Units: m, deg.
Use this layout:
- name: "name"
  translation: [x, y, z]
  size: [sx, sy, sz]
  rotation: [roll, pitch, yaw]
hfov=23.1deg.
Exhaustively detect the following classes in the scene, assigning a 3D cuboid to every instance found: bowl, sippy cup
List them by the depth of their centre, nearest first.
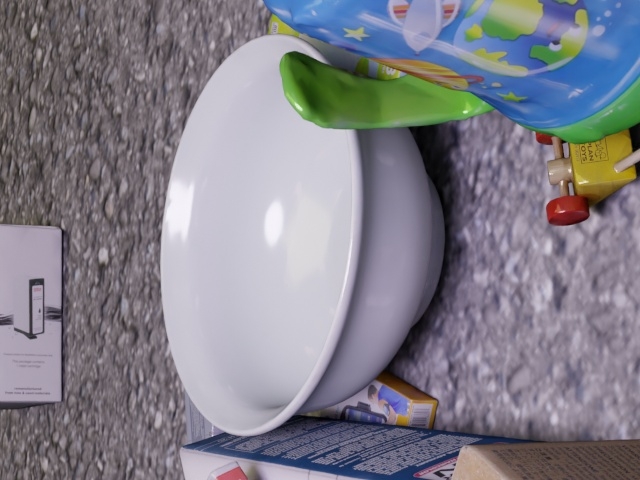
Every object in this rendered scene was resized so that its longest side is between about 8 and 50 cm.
- name: "sippy cup"
  translation: [0.084, -0.186, 0.904]
  size: [0.240, 0.224, 0.305]
  rotation: [38, 117, 55]
- name: "bowl"
  translation: [0.000, 0.000, 1.188]
  size: [0.298, 0.134, 0.298]
  rotation: [-14, 74, 57]

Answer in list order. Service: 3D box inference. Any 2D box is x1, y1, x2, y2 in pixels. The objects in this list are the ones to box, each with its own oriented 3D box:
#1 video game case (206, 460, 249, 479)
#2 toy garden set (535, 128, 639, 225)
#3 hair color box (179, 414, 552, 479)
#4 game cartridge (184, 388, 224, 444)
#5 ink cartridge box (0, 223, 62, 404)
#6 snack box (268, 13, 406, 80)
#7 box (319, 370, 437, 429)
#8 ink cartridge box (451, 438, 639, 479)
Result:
- name: "video game case"
  translation: [-0.019, 0.318, 1.099]
  size: [0.285, 0.025, 0.204]
  rotation: [56, 147, 21]
- name: "toy garden set"
  translation: [0.202, -0.137, 0.964]
  size: [0.244, 0.049, 0.204]
  rotation: [-32, 57, 52]
- name: "hair color box"
  translation: [0.038, 0.224, 1.091]
  size: [0.347, 0.105, 0.174]
  rotation: [-3, 101, 59]
- name: "game cartridge"
  translation: [-0.108, 0.159, 1.460]
  size: [0.056, 0.017, 0.083]
  rotation: [-29, 62, 58]
- name: "ink cartridge box"
  translation: [-0.364, 0.091, 1.822]
  size: [0.148, 0.086, 0.203]
  rotation: [-17, 72, 57]
- name: "snack box"
  translation: [0.048, -0.215, 1.201]
  size: [0.207, 0.070, 0.174]
  rotation: [26, 107, 56]
- name: "box"
  translation: [0.036, 0.140, 1.214]
  size: [0.136, 0.028, 0.081]
  rotation: [24, 106, 55]
- name: "ink cartridge box"
  translation: [0.196, 0.191, 0.785]
  size: [0.234, 0.193, 0.088]
  rotation: [41, 120, 53]
